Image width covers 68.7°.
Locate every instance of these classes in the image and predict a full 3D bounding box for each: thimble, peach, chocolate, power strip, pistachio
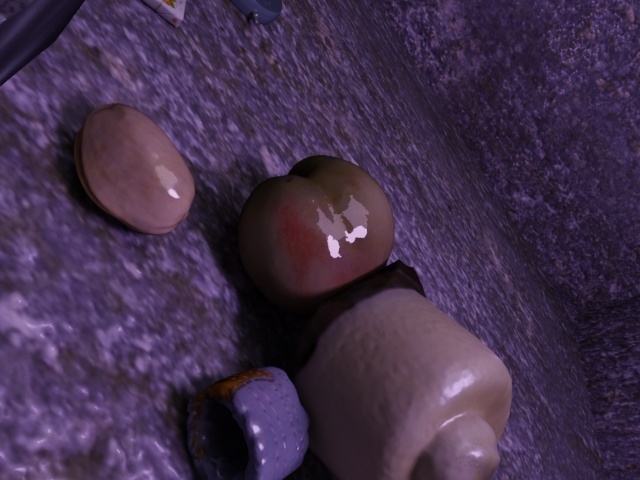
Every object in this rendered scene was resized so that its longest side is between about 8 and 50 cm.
[{"bbox_3d":[-0.096,0.254,0.630,0.118,0.127,0.151,-1,69,-57],"label":"thimble"},{"bbox_3d":[-0.001,0.000,0.830,0.292,0.247,0.292,17,66,-42],"label":"peach"},{"bbox_3d":[0.144,0.247,0.718,0.326,0.297,0.314,-24,128,-40],"label":"chocolate"},{"bbox_3d":[-0.174,-0.664,1.257,0.167,0.054,0.253,37,40,-34],"label":"power strip"},{"bbox_3d":[-0.262,-0.101,0.662,0.200,0.117,0.145,58,37,-6],"label":"pistachio"}]

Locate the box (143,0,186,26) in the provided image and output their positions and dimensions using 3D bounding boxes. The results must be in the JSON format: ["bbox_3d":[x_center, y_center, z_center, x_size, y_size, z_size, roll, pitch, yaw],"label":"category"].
[{"bbox_3d":[-0.362,-0.531,0.914,0.220,0.032,0.122,29,45,-40],"label":"box"}]

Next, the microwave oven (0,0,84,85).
[{"bbox_3d":[-0.475,-0.357,0.438,0.432,0.236,0.374,41,39,-30],"label":"microwave oven"}]
